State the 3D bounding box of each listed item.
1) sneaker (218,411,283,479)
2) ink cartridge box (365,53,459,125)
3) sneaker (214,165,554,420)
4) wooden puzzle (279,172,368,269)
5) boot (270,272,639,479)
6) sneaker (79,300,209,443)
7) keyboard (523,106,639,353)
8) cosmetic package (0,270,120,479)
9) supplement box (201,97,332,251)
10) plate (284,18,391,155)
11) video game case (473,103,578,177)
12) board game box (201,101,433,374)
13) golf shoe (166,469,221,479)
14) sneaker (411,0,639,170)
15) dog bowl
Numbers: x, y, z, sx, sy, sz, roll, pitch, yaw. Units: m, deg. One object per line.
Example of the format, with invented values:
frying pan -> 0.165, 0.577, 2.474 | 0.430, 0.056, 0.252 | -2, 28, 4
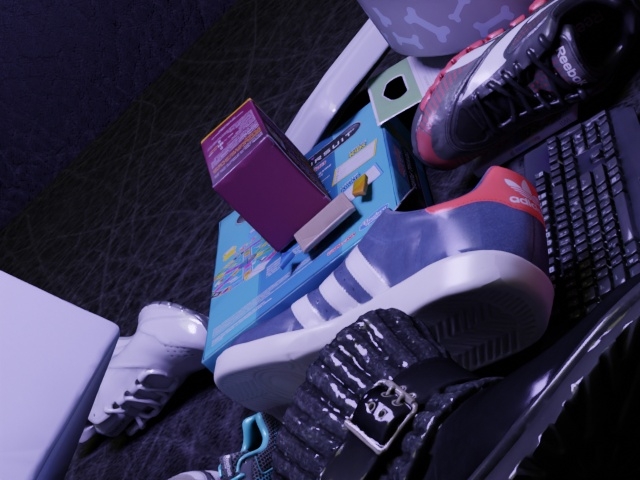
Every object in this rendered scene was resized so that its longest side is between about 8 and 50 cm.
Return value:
sneaker -> -0.061, 0.212, 1.017 | 0.065, 0.076, 0.166 | -29, 24, 37
ink cartridge box -> 0.171, -0.199, 1.396 | 0.235, 0.056, 0.171 | -32, 22, 11
sneaker -> 0.050, 0.048, 1.014 | 0.350, 0.131, 0.148 | -24, 42, 40
wooden puzzle -> 0.006, -0.017, 1.215 | 0.116, 0.014, 0.078 | -39, 16, 10
boot -> 0.119, 0.102, 0.787 | 0.348, 0.131, 0.260 | -43, 23, 2
sneaker -> -0.200, 0.159, 1.399 | 0.297, 0.111, 0.129 | -28, 40, 46
keyboard -> 0.193, -0.002, 1.031 | 0.201, 0.033, 0.317 | -35, 20, 23
cosmetic package -> -0.430, 0.237, 1.125 | 0.393, 0.329, 0.327 | -62, 3, 40
supplement box -> -0.062, -0.074, 1.326 | 0.081, 0.104, 0.188 | -42, 20, 6
plate -> 0.021, -0.191, 1.594 | 0.277, 0.045, 0.278 | -56, 2, -33
video game case -> 0.212, -0.118, 1.259 | 0.122, 0.011, 0.087 | -32, 22, 30
board game box -> 0.000, 0.000, 1.329 | 0.254, 0.079, 0.336 | -38, 20, 15
golf shoe -> -0.151, 0.261, 1.133 | 0.086, 0.067, 0.186 | -18, -10, -47
sneaker -> 0.204, -0.163, 1.199 | 0.276, 0.097, 0.135 | -39, 18, 8
dog bowl -> 0.203, -0.321, 1.386 | 0.349, 0.102, 0.349 | -21, 22, 9
